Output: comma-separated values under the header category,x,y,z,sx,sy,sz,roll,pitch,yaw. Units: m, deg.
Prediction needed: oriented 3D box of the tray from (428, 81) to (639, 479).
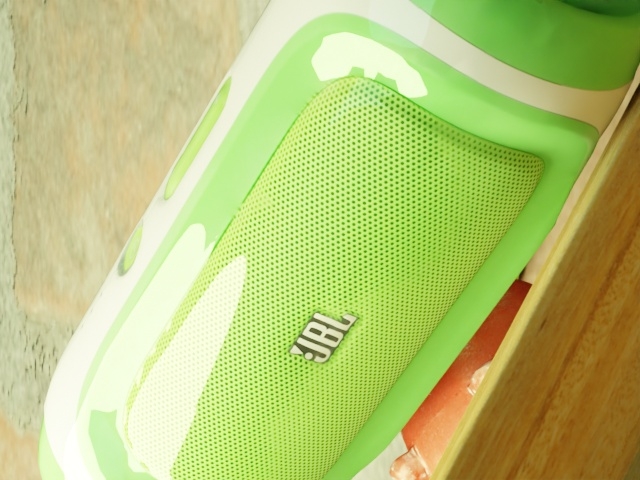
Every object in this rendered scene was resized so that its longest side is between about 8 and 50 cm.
category,x,y,z,sx,sy,sz,roll,pitch,yaw
tray,0.135,0.022,0.524,0.411,0.076,0.203,-61,15,-19

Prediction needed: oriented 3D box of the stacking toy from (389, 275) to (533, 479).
category,x,y,z,sx,sy,sz,roll,pitch,yaw
stacking toy,0.022,0.090,0.854,0.279,0.130,0.309,52,131,36

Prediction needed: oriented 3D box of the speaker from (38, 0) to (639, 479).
category,x,y,z,sx,sy,sz,roll,pitch,yaw
speaker,0.000,0.000,0.689,0.296,0.131,0.131,-57,50,30
